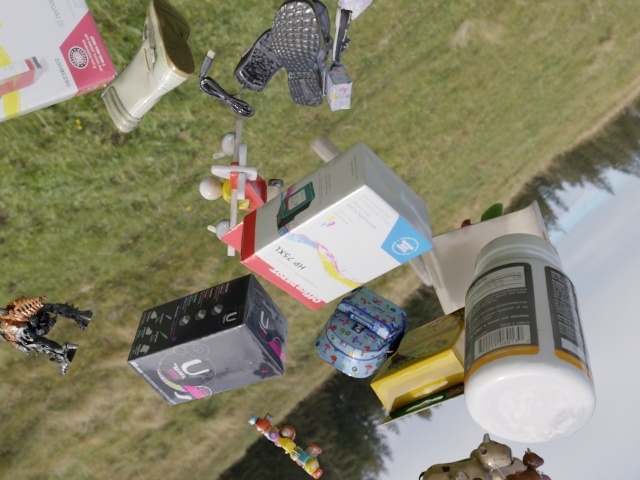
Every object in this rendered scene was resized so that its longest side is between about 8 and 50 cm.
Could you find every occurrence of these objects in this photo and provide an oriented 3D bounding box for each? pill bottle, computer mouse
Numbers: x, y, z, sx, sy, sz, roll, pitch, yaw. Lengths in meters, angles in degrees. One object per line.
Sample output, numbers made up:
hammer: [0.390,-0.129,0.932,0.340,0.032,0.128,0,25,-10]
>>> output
pill bottle: [0.285,0.125,0.879,0.162,0.162,0.278,-50,-166,38]
computer mouse: [-0.199,-0.463,1.615,0.262,0.184,0.060,-52,-155,28]

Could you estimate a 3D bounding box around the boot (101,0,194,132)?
boot: [-0.286,-0.291,1.016,0.165,0.213,0.077,-37,139,25]

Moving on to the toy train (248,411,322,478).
toy train: [-0.058,0.382,1.190,0.046,0.166,0.125,-50,180,-17]

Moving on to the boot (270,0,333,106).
boot: [-0.035,-0.512,1.523,0.338,0.118,0.223,87,12,-63]

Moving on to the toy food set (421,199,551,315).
toy food set: [0.412,0.049,1.535,0.306,0.220,0.092,-18,-168,21]

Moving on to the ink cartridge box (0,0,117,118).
ink cartridge box: [-0.663,-0.395,1.277,0.384,0.279,0.160,-28,-161,-23]

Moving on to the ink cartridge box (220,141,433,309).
ink cartridge box: [0.000,0.000,0.747,0.231,0.078,0.134,-31,130,28]

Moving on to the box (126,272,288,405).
box: [-0.221,0.204,1.256,0.270,0.165,0.143,-20,-143,18]

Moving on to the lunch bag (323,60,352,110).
lunch bag: [0.033,-0.326,1.313,0.053,0.083,0.071,-8,143,-10]

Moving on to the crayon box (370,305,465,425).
crayon box: [0.236,0.247,1.297,0.202,0.081,0.318,-31,-179,29]

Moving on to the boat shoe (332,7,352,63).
boat shoe: [0.046,-0.433,1.337,0.046,0.038,0.125,-134,-131,-82]

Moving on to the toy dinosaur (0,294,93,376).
toy dinosaur: [-0.664,0.201,1.446,0.164,0.218,0.322,-68,-163,-12]

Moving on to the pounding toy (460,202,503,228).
pounding toy: [0.434,0.012,1.699,0.183,0.110,0.237,21,74,-74]

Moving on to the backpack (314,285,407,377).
backpack: [0.079,0.195,1.299,0.173,0.158,0.117,-31,147,-50]

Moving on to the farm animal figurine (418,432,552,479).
farm animal figurine: [0.384,0.554,1.472,0.326,0.172,0.330,-16,155,3]

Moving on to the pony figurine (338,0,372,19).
pony figurine: [0.161,-0.914,1.988,0.351,0.303,0.363,-41,-154,-21]

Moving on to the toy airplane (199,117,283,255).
toy airplane: [-0.307,-0.192,2.194,0.386,0.272,0.384,-70,155,-55]
